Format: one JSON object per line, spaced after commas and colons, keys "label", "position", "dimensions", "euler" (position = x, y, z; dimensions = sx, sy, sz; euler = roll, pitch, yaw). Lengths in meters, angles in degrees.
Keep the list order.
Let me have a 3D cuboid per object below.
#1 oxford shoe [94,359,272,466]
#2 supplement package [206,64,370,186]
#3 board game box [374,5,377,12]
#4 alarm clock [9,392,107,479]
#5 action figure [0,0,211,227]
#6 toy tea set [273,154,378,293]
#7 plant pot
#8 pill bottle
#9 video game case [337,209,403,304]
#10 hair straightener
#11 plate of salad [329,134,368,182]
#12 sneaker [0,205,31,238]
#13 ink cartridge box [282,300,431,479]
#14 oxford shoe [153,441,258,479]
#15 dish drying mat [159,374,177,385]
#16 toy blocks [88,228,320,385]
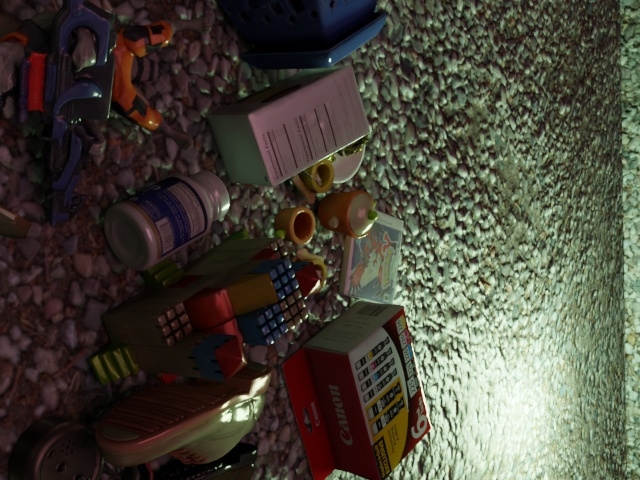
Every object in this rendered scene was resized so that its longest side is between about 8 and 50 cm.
{"label": "oxford shoe", "position": [-0.199, 0.300, 1.240], "dimensions": [0.397, 0.140, 0.146], "euler": [-8, 106, -60]}
{"label": "supplement package", "position": [-0.054, -0.208, 1.397], "dimensions": [0.244, 0.139, 0.134], "euler": [-33, 116, -33]}
{"label": "board game box", "position": [0.062, -0.568, 1.608], "dimensions": [0.194, 0.060, 0.194], "euler": [1, 92, -50]}
{"label": "alarm clock", "position": [-0.368, 0.308, 1.139], "dimensions": [0.129, 0.064, 0.192], "euler": [53, 51, -36]}
{"label": "action figure", "position": [-0.337, -0.202, 1.126], "dimensions": [0.330, 0.178, 0.341], "euler": [-3, 123, -44]}
{"label": "toy tea set", "position": [0.000, 0.000, 1.497], "dimensions": [0.200, 0.124, 0.336], "euler": [44, 62, -44]}
{"label": "plant pot", "position": [-0.026, -0.432, 1.385], "dimensions": [0.236, 0.236, 0.212], "euler": [-42, 128, -41]}
{"label": "pill bottle", "position": [-0.237, -0.040, 1.237], "dimensions": [0.186, 0.112, 0.112], "euler": [-34, 117, -44]}
{"label": "video game case", "position": [0.114, 0.034, 1.722], "dimensions": [0.183, 0.023, 0.201], "euler": [17, 79, -49]}
{"label": "hair straightener", "position": [-0.299, 0.341, 1.216], "dimensions": [0.089, 0.047, 0.230], "euler": [13, 75, -50]}
{"label": "plate of salad", "position": [0.040, -0.218, 1.606], "dimensions": [0.200, 0.048, 0.200], "euler": [-1, 92, -49]}
{"label": "sneaker", "position": [-0.474, -0.029, 1.002], "dimensions": [0.192, 0.064, 0.086], "euler": [37, 72, -44]}
{"label": "ink cartridge box", "position": [0.082, 0.325, 1.614], "dimensions": [0.272, 0.130, 0.309], "euler": [-34, 117, -42]}
{"label": "oxford shoe", "position": [-0.193, 0.415, 1.332], "dimensions": [0.227, 0.083, 0.096], "euler": [1, 95, -49]}
{"label": "dish drying mat", "position": [-0.264, 0.203, 1.295], "dimensions": [0.032, 0.008, 0.083], "euler": [-45, 124, -40]}
{"label": "toy blocks", "position": [-0.142, 0.097, 1.231], "dimensions": [0.381, 0.261, 0.191], "euler": [-35, 114, -45]}
